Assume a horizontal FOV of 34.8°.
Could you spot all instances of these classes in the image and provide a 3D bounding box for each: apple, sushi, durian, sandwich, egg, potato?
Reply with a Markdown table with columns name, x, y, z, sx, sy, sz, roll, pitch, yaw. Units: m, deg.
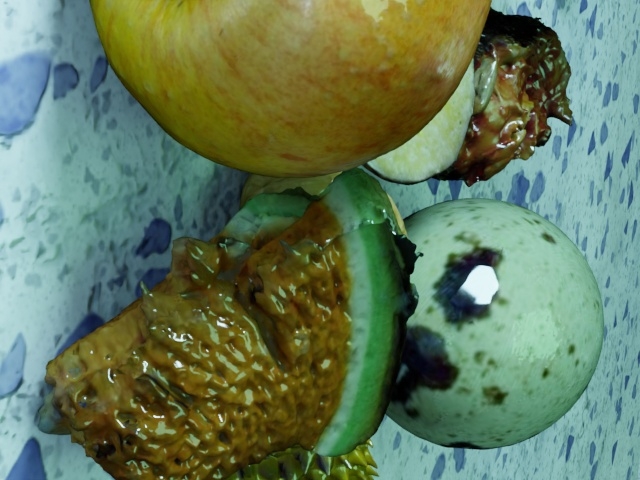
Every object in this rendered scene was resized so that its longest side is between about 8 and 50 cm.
| name | x | y | z | sx | sy | sz | roll | pitch | yaw |
| --- | --- | --- | --- | --- | --- | --- | --- | --- | --- |
| apple | -0.011 | -0.188 | 0.725 | 0.275 | 0.299 | 0.299 | 6 | 93 | -48 |
| sushi | 0.183 | -0.187 | 1.219 | 0.343 | 0.181 | 0.197 | -39 | 130 | -55 |
| durian | -0.042 | 0.213 | 0.996 | 0.186 | 0.153 | 0.260 | -44 | 132 | -14 |
| sandwich | -0.081 | 0.080 | 0.809 | 0.301 | 0.162 | 0.250 | -20 | 129 | -23 |
| egg | 0.182 | 0.092 | 1.186 | 0.379 | 0.287 | 0.288 | -23 | 119 | -71 |
| potato | 0.038 | -0.198 | 0.994 | 0.239 | 0.116 | 0.299 | -27 | 108 | -47 |

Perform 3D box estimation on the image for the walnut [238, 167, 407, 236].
| name | x | y | z | sx | sy | sz | roll | pitch | yaw |
| --- | --- | --- | --- | --- | --- | --- | --- | --- | --- |
| walnut | 0.000 | 0.000 | 0.960 | 0.207 | 0.159 | 0.159 | 48 | 56 | -51 |
